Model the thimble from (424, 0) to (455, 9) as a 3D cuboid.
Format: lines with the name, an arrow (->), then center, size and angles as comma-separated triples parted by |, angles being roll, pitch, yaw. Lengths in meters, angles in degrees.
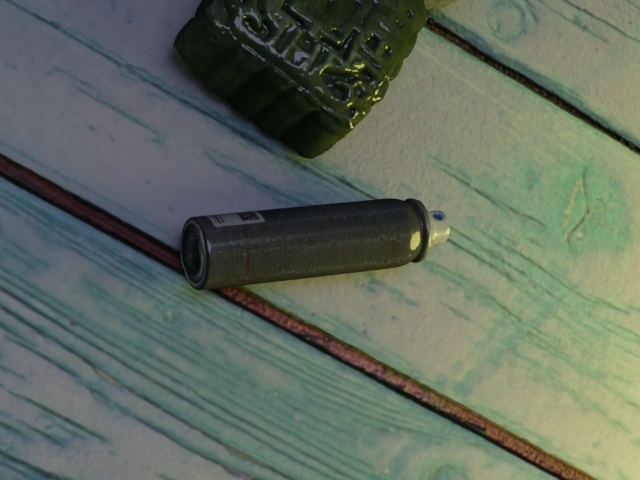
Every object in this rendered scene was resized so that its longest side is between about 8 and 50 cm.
thimble -> 0.117, -0.330, 1.841 | 0.151, 0.118, 0.127 | 42, 62, -8

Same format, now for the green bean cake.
green bean cake -> -0.018, -0.230, 1.750 | 0.222, 0.125, 0.227 | 35, 58, -11

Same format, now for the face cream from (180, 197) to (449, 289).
face cream -> 0.000, 0.000, 1.707 | 0.283, 0.073, 0.073 | -6, 76, -26
